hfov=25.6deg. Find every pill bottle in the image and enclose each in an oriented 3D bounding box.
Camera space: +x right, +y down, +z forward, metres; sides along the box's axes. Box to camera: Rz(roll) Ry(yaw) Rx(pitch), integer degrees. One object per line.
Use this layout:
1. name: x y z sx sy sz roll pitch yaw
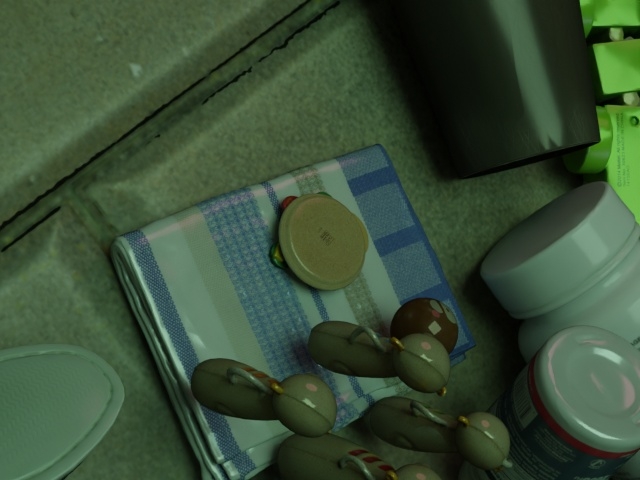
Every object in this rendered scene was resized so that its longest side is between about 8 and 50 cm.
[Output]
1. pill bottle: 0.183 0.158 1.117 0.108 0.180 0.108 13 50 -15
2. pill bottle: 0.273 0.099 1.213 0.160 0.160 0.283 -43 101 -33

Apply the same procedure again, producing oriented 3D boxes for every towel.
1. towel: -0.015 0.051 1.121 0.285 0.034 0.209 -23 87 -37

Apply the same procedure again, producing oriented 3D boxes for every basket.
1. basket: 0.152 -0.177 1.225 0.204 0.154 0.226 -12 87 -38

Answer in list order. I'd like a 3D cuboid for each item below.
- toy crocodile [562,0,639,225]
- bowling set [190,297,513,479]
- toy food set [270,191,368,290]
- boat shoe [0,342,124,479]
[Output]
1. toy crocodile: 0.275 -0.147 1.326 0.115 0.105 0.340 -3 80 -14
2. bowling set: 0.064 0.119 1.026 0.287 0.154 0.200 47 65 -34
3. toy food set: 0.000 0.000 1.116 0.083 0.020 0.083 35 58 -18
4. boat shoe: -0.258 0.169 0.902 0.303 0.091 0.114 -28 60 -33
